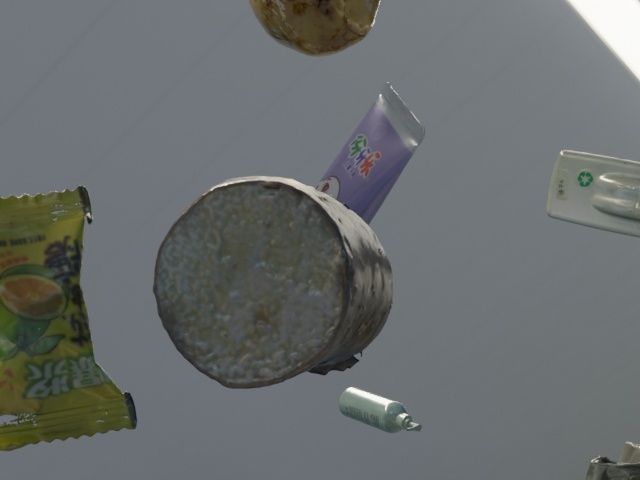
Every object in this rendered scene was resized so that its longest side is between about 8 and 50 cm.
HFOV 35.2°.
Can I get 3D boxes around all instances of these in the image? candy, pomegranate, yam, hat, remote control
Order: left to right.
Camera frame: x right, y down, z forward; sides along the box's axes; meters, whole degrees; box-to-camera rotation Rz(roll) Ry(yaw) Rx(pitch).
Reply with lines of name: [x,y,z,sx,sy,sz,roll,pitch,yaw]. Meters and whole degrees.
candy: [-0.326,0.087,1.157,0.187,0.297,0.081,-8,-14,-26]
yam: [-0.013,0.016,0.405,0.084,0.084,0.127,-31,-8,5]
pomegranate: [-0.003,-0.398,1.603,0.215,0.215,0.215,-21,-30,-13]
remote control: [0.387,-0.048,1.214,0.049,0.230,0.090,-4,-74,-58]
hat: [0.452,0.331,1.304,0.245,0.149,0.214,7,0,31]

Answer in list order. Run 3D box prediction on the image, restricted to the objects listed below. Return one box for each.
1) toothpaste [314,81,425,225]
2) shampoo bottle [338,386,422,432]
toothpaste: [0.000,0.000,1.138,0.080,0.125,0.371,22,-66,-29]
shampoo bottle: [0.108,0.295,1.713,0.056,0.195,0.056,-5,-81,-35]
